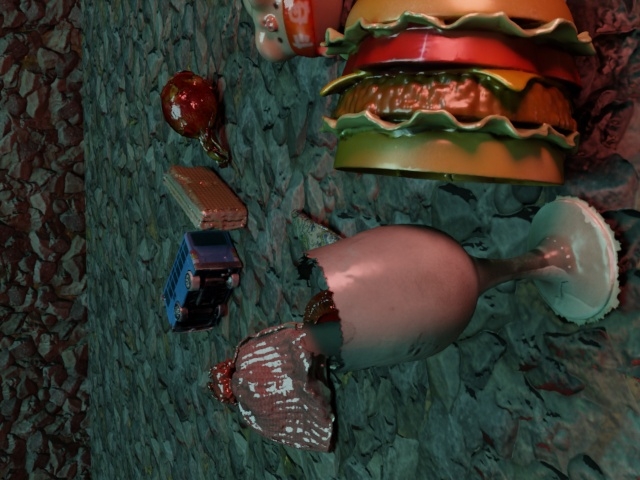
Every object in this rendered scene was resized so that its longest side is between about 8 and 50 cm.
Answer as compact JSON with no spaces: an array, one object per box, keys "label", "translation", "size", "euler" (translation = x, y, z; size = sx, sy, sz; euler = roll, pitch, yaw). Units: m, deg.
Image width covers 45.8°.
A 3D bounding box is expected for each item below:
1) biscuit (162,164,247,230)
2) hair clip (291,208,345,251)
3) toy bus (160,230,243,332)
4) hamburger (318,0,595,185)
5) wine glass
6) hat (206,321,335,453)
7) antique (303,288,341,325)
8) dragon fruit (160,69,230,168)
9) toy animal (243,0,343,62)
[{"label":"biscuit","translation":[-0.249,-0.094,1.610],"size":[0.239,0.108,0.061],"euler":[45,130,49]},{"label":"hair clip","translation":[-0.002,0.000,1.261],"size":[0.229,0.036,0.066],"euler":[43,124,50]},{"label":"toy bus","translation":[-0.266,0.093,1.668],"size":[0.133,0.116,0.234],"euler":[64,143,33]},{"label":"hamburger","translation":[0.134,-0.167,0.766],"size":[0.274,0.275,0.212],"euler":[11,97,60]},{"label":"wine glass","translation":[0.134,0.041,0.748],"size":[0.143,0.321,0.143],"euler":[173,90,-68]},{"label":"hat","translation":[-0.089,0.262,1.379],"size":[0.286,0.107,0.236],"euler":[-7,87,37]},{"label":"antique","translation":[0.023,0.123,1.176],"size":[0.104,0.104,0.104],"euler":[15,108,59]},{"label":"dragon fruit","translation":[-0.260,-0.256,1.621],"size":[0.125,0.125,0.246],"euler":[-36,79,42]},{"label":"toy animal","translation":[-0.044,-0.365,1.164],"size":[0.197,0.171,0.171],"euler":[54,139,48]}]
